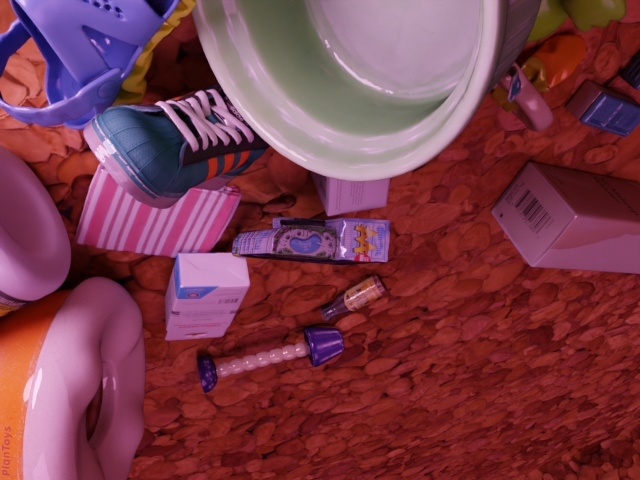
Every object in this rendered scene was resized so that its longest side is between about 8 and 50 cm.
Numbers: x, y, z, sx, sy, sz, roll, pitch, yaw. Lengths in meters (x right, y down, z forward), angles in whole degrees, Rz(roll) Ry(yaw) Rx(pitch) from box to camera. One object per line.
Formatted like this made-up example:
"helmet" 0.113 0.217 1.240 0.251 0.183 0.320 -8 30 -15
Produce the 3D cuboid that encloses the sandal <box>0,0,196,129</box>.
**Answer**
"sandal" -0.197 -0.205 0.489 0.138 0.126 0.317 -35 163 -52

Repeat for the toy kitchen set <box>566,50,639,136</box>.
"toy kitchen set" 0.497 -0.216 0.808 0.122 0.166 0.207 7 131 -30

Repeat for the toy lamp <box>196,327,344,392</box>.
"toy lamp" -0.091 0.221 1.085 0.275 0.080 0.080 -11 138 -10

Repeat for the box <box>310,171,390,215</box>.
"box" 0.039 -0.106 0.768 0.087 0.102 0.101 -10 138 -11

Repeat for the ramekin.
"ramekin" 0.039 -0.219 0.499 0.148 0.303 0.303 -39 154 -40

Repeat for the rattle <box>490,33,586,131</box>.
"rattle" 0.272 -0.221 0.709 0.143 0.130 0.200 -25 158 20

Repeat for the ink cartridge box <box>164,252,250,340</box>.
"ink cartridge box" -0.185 0.090 0.896 0.104 0.060 0.180 0 147 -25

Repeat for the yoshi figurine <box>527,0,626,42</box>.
"yoshi figurine" 0.246 -0.316 0.556 0.203 0.203 0.362 34 152 -12

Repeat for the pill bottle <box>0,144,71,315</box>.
"pill bottle" -0.471 0.037 0.624 0.334 0.188 0.188 -24 140 2

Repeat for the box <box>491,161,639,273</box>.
"box" 0.480 -0.034 1.017 0.311 0.148 0.121 3 133 -29

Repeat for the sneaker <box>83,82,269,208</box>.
"sneaker" -0.124 -0.115 0.591 0.121 0.302 0.108 -37 93 13

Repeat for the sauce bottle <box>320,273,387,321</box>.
"sauce bottle" 0.061 0.109 1.058 0.128 0.042 0.042 -33 139 10

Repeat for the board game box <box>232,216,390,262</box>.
"board game box" 0.000 0.000 0.811 0.194 0.060 0.194 6 174 -29

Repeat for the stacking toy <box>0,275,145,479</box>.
"stacking toy" -0.508 0.214 0.781 0.480 0.350 0.350 3 136 -1

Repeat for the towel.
"towel" -0.222 -0.035 0.786 0.197 0.029 0.144 10 133 -32
